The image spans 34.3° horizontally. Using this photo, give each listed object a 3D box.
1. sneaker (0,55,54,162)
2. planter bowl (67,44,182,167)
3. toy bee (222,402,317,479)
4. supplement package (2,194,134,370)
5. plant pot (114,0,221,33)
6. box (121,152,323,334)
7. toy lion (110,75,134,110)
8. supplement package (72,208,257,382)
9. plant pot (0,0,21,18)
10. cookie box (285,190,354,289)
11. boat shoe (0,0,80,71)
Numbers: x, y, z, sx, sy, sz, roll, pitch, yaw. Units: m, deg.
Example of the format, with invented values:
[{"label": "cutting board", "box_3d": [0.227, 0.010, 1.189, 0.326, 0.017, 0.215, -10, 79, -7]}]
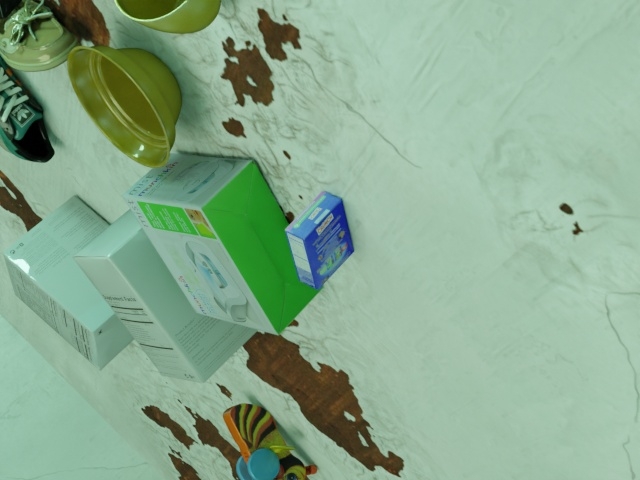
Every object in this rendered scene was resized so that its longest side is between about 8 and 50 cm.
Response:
[{"label": "sneaker", "box_3d": [-0.590, -0.265, 1.950, 0.121, 0.108, 0.302, 25, 154, 34]}, {"label": "planter bowl", "box_3d": [-0.275, -0.222, 1.566, 0.217, 0.090, 0.217, 35, 151, 23]}, {"label": "toy bee", "box_3d": [-0.099, 0.485, 2.247, 0.195, 0.162, 0.298, 11, 112, 60]}, {"label": "supplement package", "box_3d": [-0.490, 0.090, 2.172, 0.262, 0.199, 0.198, 39, 152, 14]}, {"label": "plant pot", "box_3d": [-0.176, -0.311, 1.289, 0.134, 0.134, 0.095, 29, 178, 29]}, {"label": "box", "box_3d": [-0.156, 0.000, 1.665, 0.231, 0.127, 0.262, 10, 137, 47]}, {"label": "toy lion", "box_3d": [-0.325, -0.243, 1.680, 0.096, 0.034, 0.100, 16, 141, 56]}, {"label": "supplement package", "box_3d": [-0.274, 0.088, 1.889, 0.175, 0.177, 0.293, -1, 126, 56]}, {"label": "plant pot", "box_3d": [-0.469, -0.411, 1.396, 0.167, 0.187, 0.188, 25, 150, 9]}, {"label": "cookie box", "box_3d": [0.000, 0.000, 1.477, 0.040, 0.092, 0.107, 23, 144, 32]}, {"label": "boat shoe", "box_3d": [-0.502, -0.354, 1.693, 0.285, 0.104, 0.089, 26, 149, 36]}]
